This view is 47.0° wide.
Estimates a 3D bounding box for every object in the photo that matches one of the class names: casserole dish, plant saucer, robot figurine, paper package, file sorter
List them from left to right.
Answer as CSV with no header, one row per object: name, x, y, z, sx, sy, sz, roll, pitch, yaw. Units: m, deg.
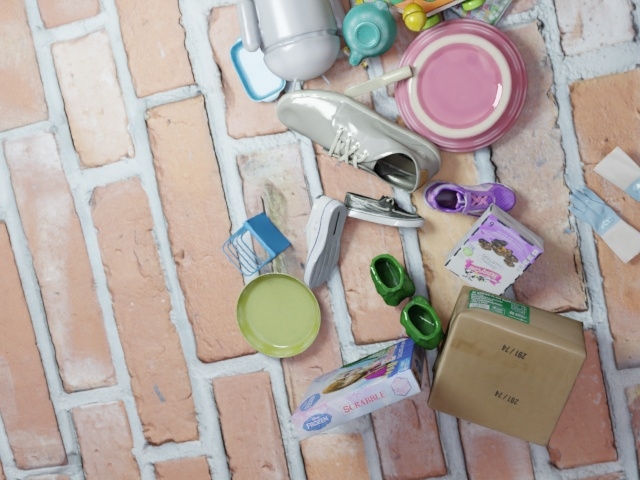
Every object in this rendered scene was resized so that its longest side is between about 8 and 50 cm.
file sorter,-0.170,0.012,1.943,0.104,0.170,0.118,-42,90,15
casserole dish,-0.163,-0.455,1.943,0.114,0.037,0.189,-25,93,12
plant saucer,-0.113,0.202,2.021,0.240,0.037,0.241,2,101,12
robot figurine,-0.068,-0.550,1.829,0.299,0.199,0.354,-18,96,-23
plant saucer,0.346,-0.383,1.834,0.331,0.084,0.332,3,102,12
paper package,0.464,0.313,1.854,0.324,0.168,0.310,17,114,7

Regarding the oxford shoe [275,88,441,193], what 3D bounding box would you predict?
oxford shoe,0.087,-0.251,1.860,0.449,0.130,0.169,25,145,4

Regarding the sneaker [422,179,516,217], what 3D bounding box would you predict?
sneaker,0.379,-0.102,1.871,0.236,0.104,0.095,4,97,8

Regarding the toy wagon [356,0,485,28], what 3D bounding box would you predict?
toy wagon,0.234,-0.647,1.771,0.344,0.068,0.267,-20,115,17

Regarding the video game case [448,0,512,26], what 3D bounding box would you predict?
video game case,0.401,-0.654,1.829,0.193,0.023,0.212,35,102,3

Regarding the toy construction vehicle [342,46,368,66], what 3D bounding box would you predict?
toy construction vehicle,0.107,-0.500,1.875,0.086,0.035,0.098,37,71,-8

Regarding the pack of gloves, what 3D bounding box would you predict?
pack of gloves,0.757,-0.091,1.852,0.232,0.046,0.195,44,114,4

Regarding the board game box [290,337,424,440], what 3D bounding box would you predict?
board game box,0.105,0.367,1.873,0.317,0.318,0.066,-25,92,11

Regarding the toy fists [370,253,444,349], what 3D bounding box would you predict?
toy fists,0.222,0.156,1.899,0.096,0.142,0.279,-33,72,-10

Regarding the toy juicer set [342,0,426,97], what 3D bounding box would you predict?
toy juicer set,0.155,-0.509,1.793,0.209,0.089,0.329,2,118,11

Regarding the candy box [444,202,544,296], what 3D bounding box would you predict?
candy box,0.438,0.033,1.862,0.164,0.070,0.196,35,122,-2

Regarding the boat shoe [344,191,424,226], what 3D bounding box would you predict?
boat shoe,0.166,-0.081,1.921,0.219,0.078,0.070,11,101,9

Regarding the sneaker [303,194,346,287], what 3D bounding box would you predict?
sneaker,0.000,0.000,1.963,0.091,0.094,0.258,36,117,41
